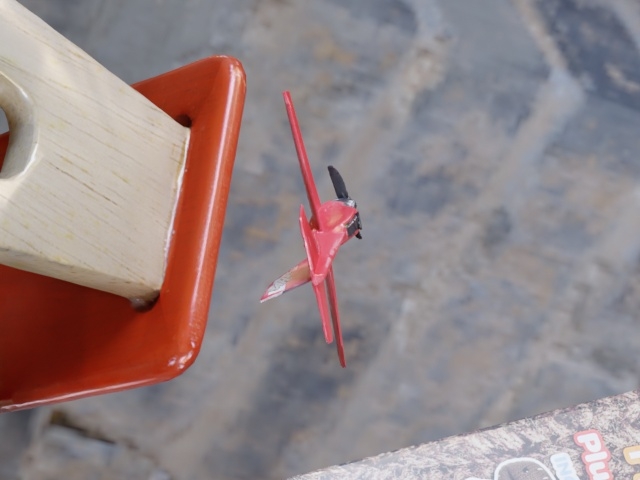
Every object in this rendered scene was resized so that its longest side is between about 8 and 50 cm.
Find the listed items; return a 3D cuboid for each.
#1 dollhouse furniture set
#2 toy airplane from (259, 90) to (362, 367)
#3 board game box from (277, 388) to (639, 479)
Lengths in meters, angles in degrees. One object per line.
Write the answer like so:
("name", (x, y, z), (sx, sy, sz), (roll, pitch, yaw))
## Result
("dollhouse furniture set", (-0.114, 0.014, 0.519), (0.259, 0.135, 0.262), (-13, 59, 44))
("toy airplane", (0.000, 0.000, 0.941), (0.028, 0.151, 0.151), (-7, 59, 15))
("board game box", (0.079, 0.199, 0.975), (0.141, 0.291, 0.232), (69, 153, 22))
